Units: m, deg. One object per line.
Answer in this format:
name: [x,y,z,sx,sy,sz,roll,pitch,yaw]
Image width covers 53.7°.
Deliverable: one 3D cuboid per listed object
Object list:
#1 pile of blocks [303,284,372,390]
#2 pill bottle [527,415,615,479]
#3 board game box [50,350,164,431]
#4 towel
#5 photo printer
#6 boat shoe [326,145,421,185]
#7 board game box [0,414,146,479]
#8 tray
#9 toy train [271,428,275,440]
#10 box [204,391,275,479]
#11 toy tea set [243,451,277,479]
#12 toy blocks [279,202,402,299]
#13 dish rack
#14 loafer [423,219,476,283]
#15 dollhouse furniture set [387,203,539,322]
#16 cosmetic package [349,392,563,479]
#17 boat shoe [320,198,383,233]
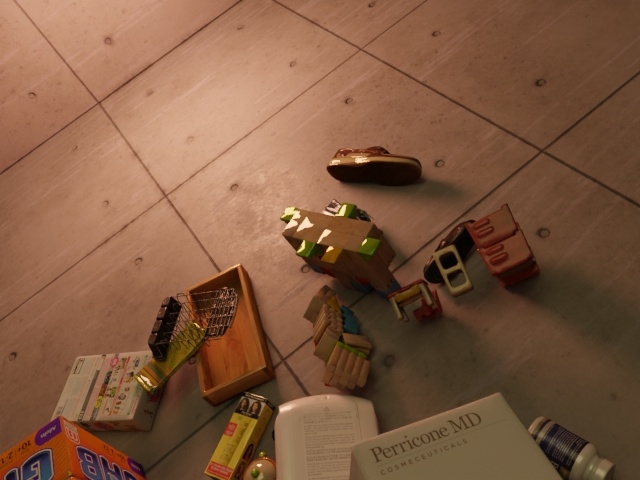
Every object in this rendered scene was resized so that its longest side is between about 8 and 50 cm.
pile of blocks: [0.043,0.282,1.729,0.362,0.148,0.113,-105,35,-52]
pill bottle: [0.521,0.453,1.329,0.169,0.094,0.094,27,68,40]
board game box: [-0.632,0.458,1.915,0.303,0.097,0.224,-8,50,22]
towel: [-0.434,0.337,1.849,0.102,0.021,0.237,26,61,38]
photo printer: [0.021,0.508,1.482,0.256,0.107,0.308,-3,48,-6]
boat shoe: [0.184,-0.264,2.086,0.342,0.123,0.123,3,56,37]
board game box: [-0.631,0.721,1.513,0.356,0.356,0.356,-34,46,-3]
tray: [-0.280,0.273,1.905,0.202,0.076,0.411,-27,45,5]
toy train: [-0.053,0.490,1.639,0.158,0.027,0.036,-20,50,12]
box: [-0.211,0.524,1.670,0.087,0.058,0.232,9,58,32]
toy tea set: [-0.115,0.657,1.464,0.200,0.124,0.336,-45,47,-13]
toy blocks: [0.075,0.045,1.800,0.381,0.261,0.191,13,62,43]
dish rack: [-0.367,0.237,1.859,0.271,0.074,0.208,-9,42,16]
loafer: [0.365,0.034,1.784,0.220,0.080,0.078,-46,15,-12]
dollhouse furniture set: [0.361,0.075,1.641,0.374,0.201,0.152,-27,68,14]
cosmetic package: [0.267,0.565,1.142,0.329,0.327,0.394,-14,44,-16]
boat shoe: [0.108,-0.066,1.978,0.254,0.095,0.079,26,79,49]
